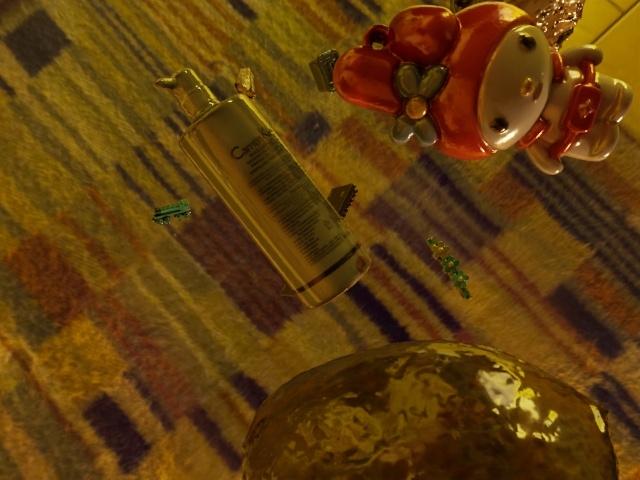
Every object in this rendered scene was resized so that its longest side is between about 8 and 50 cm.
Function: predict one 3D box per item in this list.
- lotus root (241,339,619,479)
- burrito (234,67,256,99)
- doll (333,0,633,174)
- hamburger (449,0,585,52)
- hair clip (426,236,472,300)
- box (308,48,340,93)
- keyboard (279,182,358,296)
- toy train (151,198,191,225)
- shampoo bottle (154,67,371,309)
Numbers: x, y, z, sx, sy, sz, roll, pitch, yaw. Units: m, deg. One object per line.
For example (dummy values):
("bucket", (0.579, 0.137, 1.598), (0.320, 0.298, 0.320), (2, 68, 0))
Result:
("lotus root", (0.078, 0.191, 0.509), (0.314, 0.142, 0.209), (-11, 78, 25))
("burrito", (-0.196, -0.407, 1.557), (0.055, 0.041, 0.149), (0, 37, -8))
("doll", (0.160, -0.159, 0.610), (0.291, 0.130, 0.160), (16, 102, -3))
("hamburger", (0.295, -0.360, 0.949), (0.193, 0.288, 0.167), (-14, 69, -5))
("hair clip", (0.310, 0.064, 1.420), (0.049, 0.049, 0.172), (-33, 89, -5))
("box", (0.017, -0.419, 1.501), (0.074, 0.054, 0.099), (-32, 110, -28))
("keyboard", (0.000, 0.000, 1.459), (0.027, 0.106, 0.316), (37, 69, -26))
("toy train", (-0.338, -0.063, 1.361), (0.092, 0.045, 0.029), (-16, 35, -26))
("shampoo bottle", (-0.058, -0.056, 0.592), (0.085, 0.085, 0.262), (-38, 96, -6))
